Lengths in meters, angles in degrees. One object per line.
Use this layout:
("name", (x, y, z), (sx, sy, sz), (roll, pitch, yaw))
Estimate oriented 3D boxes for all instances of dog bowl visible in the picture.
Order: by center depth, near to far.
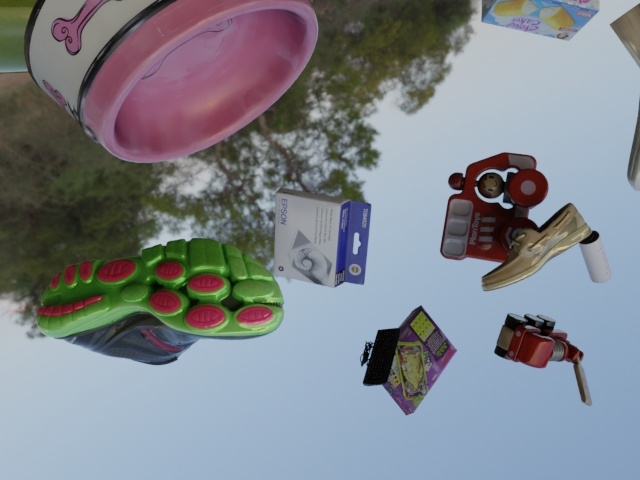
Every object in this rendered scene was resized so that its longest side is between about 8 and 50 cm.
("dog bowl", (-0.181, -0.265, 0.956), (0.408, 0.150, 0.408), (-32, 171, -6))

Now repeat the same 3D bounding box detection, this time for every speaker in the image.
("speaker", (0.688, 0.040, 1.722), (0.055, 0.136, 0.055), (-22, -149, 15))

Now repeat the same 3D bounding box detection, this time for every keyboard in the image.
("keyboard", (0.145, 0.297, 1.792), (0.100, 0.038, 0.192), (-15, -148, 30))

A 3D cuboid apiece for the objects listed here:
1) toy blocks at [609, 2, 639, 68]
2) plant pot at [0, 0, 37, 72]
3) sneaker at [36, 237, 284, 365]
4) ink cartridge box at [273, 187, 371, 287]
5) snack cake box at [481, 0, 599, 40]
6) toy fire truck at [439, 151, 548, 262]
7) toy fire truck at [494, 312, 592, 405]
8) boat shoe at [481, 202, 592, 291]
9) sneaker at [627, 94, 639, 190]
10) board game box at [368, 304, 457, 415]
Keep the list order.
("toy blocks", (0.543, -0.239, 0.724), (0.288, 0.260, 0.309), (-35, -179, -23))
("plant pot", (-0.609, -0.520, 1.487), (0.352, 0.367, 0.366), (9, -158, 6))
("sneaker", (-0.273, 0.119, 1.236), (0.482, 0.202, 0.185), (-3, -121, 24))
("ink cartridge box", (0.000, 0.000, 1.614), (0.223, 0.223, 0.045), (10, -154, 14))
("snack cake box", (0.578, -0.627, 1.815), (0.264, 0.089, 0.152), (9, 162, -9))
("toy fire truck", (0.456, -0.085, 1.818), (0.253, 0.302, 0.169), (8, -178, 12))
("toy fire truck", (0.617, 0.316, 1.835), (0.217, 0.159, 0.246), (8, -166, -39))
("boat shoe", (0.496, 0.017, 1.629), (0.302, 0.098, 0.109), (-31, 180, -6))
("sneaker", (0.841, -0.284, 1.635), (0.148, 0.350, 0.131), (5, -153, 10))
("board game box", (0.307, 0.385, 2.254), (0.347, 0.208, 0.056), (-39, 177, -47))
